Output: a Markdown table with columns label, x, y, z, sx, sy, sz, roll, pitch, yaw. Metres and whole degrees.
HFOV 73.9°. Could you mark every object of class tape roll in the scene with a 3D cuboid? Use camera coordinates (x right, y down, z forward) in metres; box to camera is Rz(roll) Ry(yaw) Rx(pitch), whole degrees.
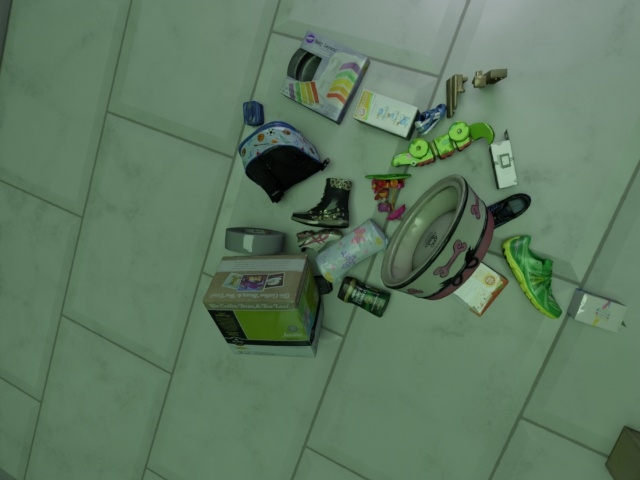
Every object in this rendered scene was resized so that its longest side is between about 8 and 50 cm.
| label | x | y | z | sx | sy | sz | roll | pitch | yaw |
| --- | --- | --- | --- | --- | --- | --- | --- | --- | --- |
| tape roll | -0.247 | 0.000 | 1.600 | 0.219 | 0.219 | 0.073 | 8 | 99 | 17 |

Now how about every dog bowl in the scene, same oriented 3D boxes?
| label | x | y | z | sx | sy | sz | roll | pitch | yaw |
| --- | --- | --- | --- | --- | --- | --- | --- | --- | --- |
| dog bowl | 0.366 | 0.005 | 1.330 | 0.150 | 0.408 | 0.408 | 32 | 105 | -10 |

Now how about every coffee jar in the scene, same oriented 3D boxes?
| label | x | y | z | sx | sy | sz | roll | pitch | yaw |
| --- | --- | --- | --- | --- | --- | --- | --- | --- | --- |
| coffee jar | 0.158 | 0.204 | 1.565 | 0.184 | 0.079 | 0.096 | 22 | 101 | 15 |

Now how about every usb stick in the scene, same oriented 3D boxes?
| label | x | y | z | sx | sy | sz | roll | pitch | yaw |
| --- | --- | --- | --- | --- | --- | --- | --- | --- | --- |
| usb stick | -0.090 | 0.188 | 1.659 | 0.277 | 0.045 | 0.077 | -10 | 94 | 18 |

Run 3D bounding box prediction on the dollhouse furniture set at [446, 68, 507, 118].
| label | x | y | z | sx | sy | sz | roll | pitch | yaw |
| --- | --- | --- | --- | --- | --- | --- | --- | --- | --- |
| dollhouse furniture set | 0.499 | -0.470 | 1.373 | 0.151 | 0.144 | 0.123 | -2 | 100 | 3 |

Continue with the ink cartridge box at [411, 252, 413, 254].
| label | x | y | z | sx | sy | sz | roll | pitch | yaw |
| --- | --- | --- | --- | --- | --- | --- | --- | --- | --- |
| ink cartridge box | 0.315 | 0.106 | 1.532 | 0.063 | 0.029 | 0.115 | 43 | 107 | 9 |

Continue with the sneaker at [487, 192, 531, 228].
| label | x | y | z | sx | sy | sz | roll | pitch | yaw |
| --- | --- | --- | --- | --- | --- | --- | --- | --- | --- |
| sneaker | 0.576 | -0.084 | 1.398 | 0.232 | 0.090 | 0.081 | -34 | 85 | 17 |

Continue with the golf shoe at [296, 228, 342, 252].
| label | x | y | z | sx | sy | sz | roll | pitch | yaw |
| --- | --- | --- | --- | --- | --- | --- | --- | --- | --- |
| golf shoe | 0.000 | 0.000 | 1.605 | 0.186 | 0.067 | 0.086 | -6 | 98 | 27 |

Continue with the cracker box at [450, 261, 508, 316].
| label | x | y | z | sx | sy | sz | roll | pitch | yaw |
| --- | --- | --- | --- | --- | --- | --- | --- | --- | --- |
| cracker box | 0.494 | 0.127 | 1.457 | 0.232 | 0.067 | 0.156 | 37 | 104 | 10 |

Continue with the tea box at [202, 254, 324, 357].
| label | x | y | z | sx | sy | sz | roll | pitch | yaw |
| --- | --- | --- | --- | --- | --- | --- | --- | --- | --- |
| tea box | -0.186 | 0.237 | 1.525 | 0.328 | 0.220 | 0.324 | -1 | 134 | 14 |

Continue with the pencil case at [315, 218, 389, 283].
| label | x | y | z | sx | sy | sz | roll | pitch | yaw |
| --- | --- | --- | --- | --- | --- | --- | --- | --- | --- |
| pencil case | 0.112 | 0.040 | 1.543 | 0.273 | 0.113 | 0.124 | -37 | 61 | 16 |

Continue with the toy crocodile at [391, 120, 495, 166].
| label | x | y | z | sx | sy | sz | roll | pitch | yaw |
| --- | --- | --- | --- | --- | --- | --- | --- | --- | --- |
| toy crocodile | 0.401 | -0.311 | 1.419 | 0.340 | 0.115 | 0.105 | -20 | 90 | 18 |

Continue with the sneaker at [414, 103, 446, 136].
| label | x | y | z | sx | sy | sz | roll | pitch | yaw |
| --- | --- | --- | --- | --- | --- | --- | --- | --- | --- |
| sneaker | 0.368 | -0.415 | 1.423 | 0.059 | 0.053 | 0.144 | 44 | 72 | -15 |

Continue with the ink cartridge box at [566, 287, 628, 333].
| label | x | y | z | sx | sy | sz | roll | pitch | yaw |
| --- | --- | --- | --- | --- | --- | --- | --- | --- | --- |
| ink cartridge box | 0.874 | 0.221 | 1.333 | 0.143 | 0.092 | 0.090 | 18 | 100 | 14 |

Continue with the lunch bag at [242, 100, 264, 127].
| label | x | y | z | sx | sy | sz | roll | pitch | yaw |
| --- | --- | --- | --- | --- | --- | --- | --- | --- | --- |
| lunch bag | -0.261 | -0.485 | 1.638 | 0.067 | 0.065 | 0.099 | -4 | 93 | 18 |

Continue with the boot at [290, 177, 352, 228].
| label | x | y | z | sx | sy | sz | roll | pitch | yaw |
| --- | --- | --- | --- | --- | --- | --- | --- | --- | --- |
| boot | 0.008 | -0.140 | 1.584 | 0.236 | 0.085 | 0.179 | 7 | 86 | 28 |

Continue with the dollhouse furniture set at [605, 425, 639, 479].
| label | x | y | z | sx | sy | sz | roll | pitch | yaw |
| --- | --- | --- | --- | --- | --- | --- | --- | --- | --- |
| dollhouse furniture set | 1.104 | 0.747 | 1.224 | 0.393 | 0.256 | 0.362 | 21 | 101 | 15 |

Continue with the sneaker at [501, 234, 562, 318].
| label | x | y | z | sx | sy | sz | roll | pitch | yaw |
| --- | --- | --- | --- | --- | --- | --- | --- | --- | --- |
| sneaker | 0.700 | 0.117 | 1.369 | 0.123 | 0.109 | 0.296 | -30 | 85 | 22 |

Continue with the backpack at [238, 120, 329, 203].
| label | x | y | z | sx | sy | sz | roll | pitch | yaw |
| --- | --- | --- | --- | --- | --- | --- | --- | --- | --- |
| backpack | -0.153 | -0.301 | 1.520 | 0.276 | 0.263 | 0.213 | -33 | 69 | 17 |

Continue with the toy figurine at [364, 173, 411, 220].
| label | x | y | z | sx | sy | sz | roll | pitch | yaw |
| --- | --- | --- | --- | --- | --- | --- | --- | --- | --- |
| toy figurine | 0.236 | -0.150 | 1.501 | 0.173 | 0.130 | 0.159 | 8 | 108 | 39 |

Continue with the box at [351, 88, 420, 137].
| label | x | y | z | sx | sy | sz | roll | pitch | yaw |
| --- | --- | --- | --- | --- | --- | --- | --- | --- | --- |
| box | 0.227 | -0.430 | 1.463 | 0.203 | 0.114 | 0.103 | 25 | 103 | 14 |

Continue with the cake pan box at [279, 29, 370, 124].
| label | x | y | z | sx | sy | sz | roll | pitch | yaw |
| --- | --- | --- | --- | --- | --- | --- | --- | --- | --- |
| cake pan box | 0.010 | -0.593 | 1.543 | 0.266 | 0.070 | 0.246 | 32 | 102 | 13 |

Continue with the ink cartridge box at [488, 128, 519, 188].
| label | x | y | z | sx | sy | sz | roll | pitch | yaw |
| --- | --- | --- | --- | --- | --- | --- | --- | --- | --- |
| ink cartridge box | 0.586 | -0.259 | 1.372 | 0.060 | 0.104 | 0.180 | -11 | 91 | 19 |
